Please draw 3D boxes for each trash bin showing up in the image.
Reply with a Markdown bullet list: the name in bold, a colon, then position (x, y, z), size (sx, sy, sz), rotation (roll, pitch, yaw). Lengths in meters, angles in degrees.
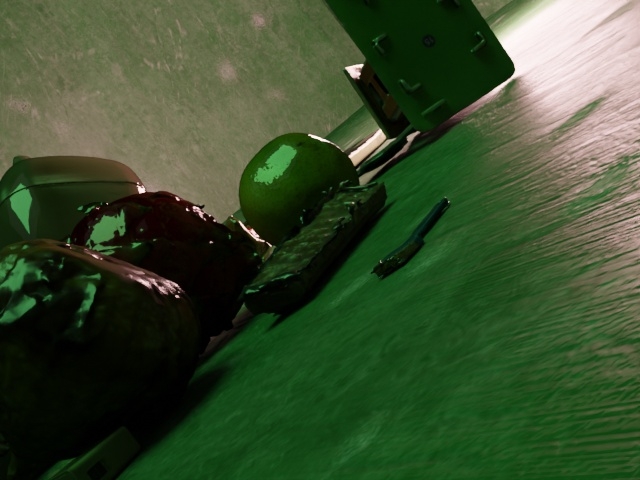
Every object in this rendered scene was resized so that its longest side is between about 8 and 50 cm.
- **trash bin**: position (-0.245, 0.245, 1.408), size (0.061, 0.043, 0.092), rotation (-33, 7, 44)

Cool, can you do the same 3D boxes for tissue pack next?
- **tissue pack**: position (-0.411, 0.044, 2.117), size (0.267, 0.277, 0.387), rotation (-3, -40, -19)

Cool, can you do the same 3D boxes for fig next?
- **fig**: position (-0.301, 0.185, 1.523), size (0.286, 0.286, 0.368), rotation (-78, 4, -80)

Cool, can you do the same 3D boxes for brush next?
- **brush**: position (0.102, -0.008, 1.376), size (0.051, 0.014, 0.164), rotation (-33, 7, 36)

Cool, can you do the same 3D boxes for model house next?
- **model house**: position (0.089, -0.281, 2.204), size (0.340, 0.300, 0.323), rotation (-34, -5, -10)

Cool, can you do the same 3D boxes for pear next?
- **pear**: position (-0.021, -0.064, 1.897), size (0.180, 0.166, 0.216), rotation (-28, 30, -13)

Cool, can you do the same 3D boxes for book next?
- **book**: position (-0.018, -0.115, 2.730), size (0.371, 0.043, 0.260), rotation (-32, 7, 39)

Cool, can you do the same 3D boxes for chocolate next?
- **chocolate**: position (0.000, 0.006, 1.662), size (0.102, 0.065, 0.329), rotation (-18, 17, 29)

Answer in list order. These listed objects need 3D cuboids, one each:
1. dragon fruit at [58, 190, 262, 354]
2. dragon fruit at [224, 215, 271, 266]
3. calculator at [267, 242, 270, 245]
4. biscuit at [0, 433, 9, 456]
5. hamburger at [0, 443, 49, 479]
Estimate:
- **dragon fruit**: position (-0.224, 0.051, 1.779), size (0.299, 0.244, 0.244), rotation (-9, -10, -29)
- **dragon fruit**: position (-0.208, 0.027, 2.277), size (0.205, 0.152, 0.317), rotation (-38, 6, -11)
- **calculator**: position (-0.111, 0.011, 2.438), size (0.141, 0.019, 0.094), rotation (-38, 7, -5)
- **biscuit**: position (-0.537, 0.280, 1.810), size (0.252, 0.106, 0.070), rotation (-22, 60, 38)
- **hamburger**: position (-0.422, 0.250, 1.936), size (0.295, 0.151, 0.227), rotation (-38, 9, -8)
